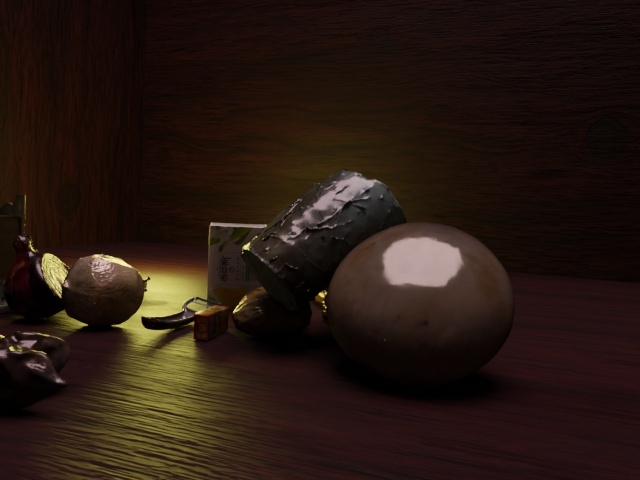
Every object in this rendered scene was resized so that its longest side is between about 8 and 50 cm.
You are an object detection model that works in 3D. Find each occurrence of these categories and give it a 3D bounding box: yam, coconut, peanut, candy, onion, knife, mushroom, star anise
[{"bbox_3d":[0.000,0.000,1.223,0.348,0.241,0.241,-37,23,-25],"label":"yam"},{"bbox_3d":[-0.546,0.123,1.283,0.194,0.194,0.194,3,3,0],"label":"coconut"},{"bbox_3d":[-0.122,0.175,1.317,0.196,0.110,0.233,-2,4,-5],"label":"peanut"},{"bbox_3d":[-0.259,0.195,1.242,0.038,0.062,0.122,4,3,13],"label":"candy"},{"bbox_3d":[-0.731,0.093,1.323,0.139,0.218,0.195,-25,16,4],"label":"onion"},{"bbox_3d":[-0.348,0.192,1.303,0.123,0.053,0.278,9,6,18],"label":"knife"},{"bbox_3d":[0.196,0.137,1.043,0.362,0.295,0.362,-8,38,6],"label":"mushroom"},{"bbox_3d":[-0.518,0.188,0.738,0.315,0.108,0.315,1,-4,0],"label":"star anise"}]

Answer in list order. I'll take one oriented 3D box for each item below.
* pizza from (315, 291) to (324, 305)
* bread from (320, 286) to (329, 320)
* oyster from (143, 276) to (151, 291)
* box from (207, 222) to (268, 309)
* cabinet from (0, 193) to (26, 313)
[{"bbox_3d":[0.119,0.181,1.726,0.287,0.075,0.280,1,5,-28],"label":"pizza"},{"bbox_3d":[0.081,0.148,1.362,0.114,0.185,0.274,6,3,-14],"label":"bread"},{"bbox_3d":[-0.626,0.153,1.717,0.105,0.056,0.177,-4,3,-6],"label":"oyster"},{"bbox_3d":[-0.243,0.079,1.586,0.194,0.260,0.111,1,8,-9],"label":"box"},{"bbox_3d":[-0.951,0.026,1.347,0.227,0.318,0.290,5,5,38],"label":"cabinet"}]
